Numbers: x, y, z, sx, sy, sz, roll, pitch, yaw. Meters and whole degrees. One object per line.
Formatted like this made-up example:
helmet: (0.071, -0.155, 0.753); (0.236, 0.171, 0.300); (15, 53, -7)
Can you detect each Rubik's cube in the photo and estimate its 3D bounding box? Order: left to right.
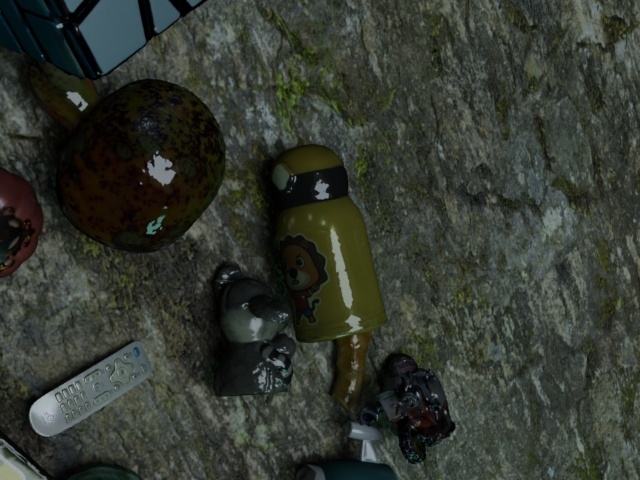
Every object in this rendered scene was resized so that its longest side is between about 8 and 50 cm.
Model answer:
Rubik's cube: (-0.343, -0.428, 1.286); (0.293, 0.283, 0.288); (-47, 137, -23)

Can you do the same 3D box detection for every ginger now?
ginger: (0.051, 0.193, 1.829); (0.118, 0.065, 0.298); (-7, 104, -28)

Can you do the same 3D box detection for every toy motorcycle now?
toy motorcycle: (0.170, 0.332, 1.827); (0.401, 0.134, 0.207); (-6, 74, -68)

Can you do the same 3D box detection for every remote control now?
remote control: (-0.385, 0.247, 1.544); (0.229, 0.044, 0.073); (-32, 109, -36)

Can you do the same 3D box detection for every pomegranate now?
pomegranate: (-0.312, -0.150, 1.414); (0.341, 0.285, 0.285); (43, 72, -13)

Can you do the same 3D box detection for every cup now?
cup: (0.042, 0.505, 1.815); (0.173, 0.167, 0.299); (15, 82, -22)

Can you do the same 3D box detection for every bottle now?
bottle: (0.000, 0.000, 1.681); (0.172, 0.172, 0.351); (-13, 89, -33)

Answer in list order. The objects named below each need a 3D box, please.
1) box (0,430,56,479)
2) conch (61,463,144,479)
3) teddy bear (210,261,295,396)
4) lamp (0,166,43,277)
box: (-0.649, 0.379, 1.284); (0.373, 0.138, 0.420); (49, 68, -18)
conch: (-0.355, 0.475, 1.520); (0.196, 0.277, 0.220); (9, 57, -5)
teddy bear: (-0.104, 0.169, 1.651); (0.144, 0.171, 0.250); (3, 93, -42)
lamp: (-0.503, -0.027, 1.367); (0.182, 0.140, 0.182); (-25, 129, -35)
